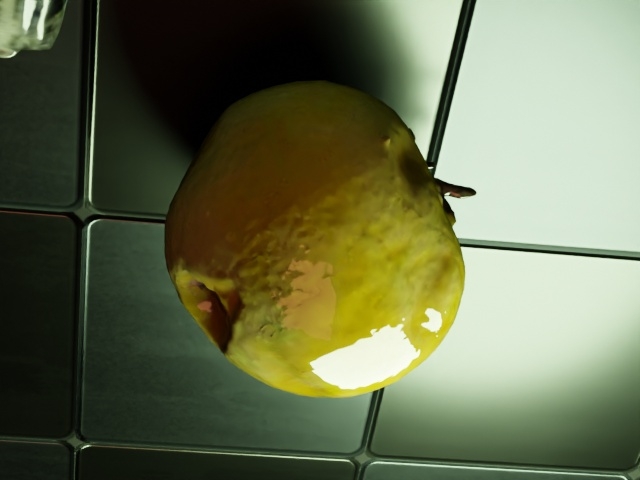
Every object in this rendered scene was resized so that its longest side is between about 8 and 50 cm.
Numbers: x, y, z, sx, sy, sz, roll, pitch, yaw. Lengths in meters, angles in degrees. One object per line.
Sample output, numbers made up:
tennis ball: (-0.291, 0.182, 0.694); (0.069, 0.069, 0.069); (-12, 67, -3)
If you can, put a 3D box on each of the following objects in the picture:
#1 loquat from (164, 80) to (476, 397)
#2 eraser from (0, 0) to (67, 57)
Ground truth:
loquat: (-0.003, -0.005, 0.916); (0.213, 0.213, 0.213); (-2, 130, -2)
eraser: (-0.200, -0.265, 0.742); (0.154, 0.102, 0.332); (9, 127, -8)
